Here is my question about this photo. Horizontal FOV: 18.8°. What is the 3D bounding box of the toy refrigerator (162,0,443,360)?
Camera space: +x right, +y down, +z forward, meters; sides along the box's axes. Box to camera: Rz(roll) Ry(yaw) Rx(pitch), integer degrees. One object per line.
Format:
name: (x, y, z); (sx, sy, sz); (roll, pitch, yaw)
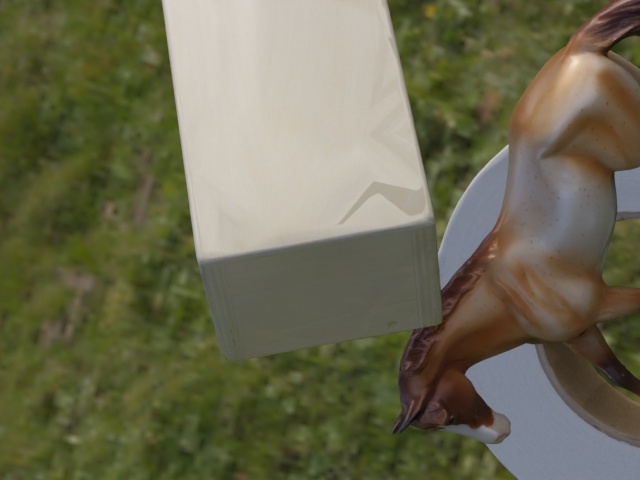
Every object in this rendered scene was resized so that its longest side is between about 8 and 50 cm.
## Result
toy refrigerator: (-0.017, -0.083, 0.904); (0.094, 0.102, 0.270); (80, 179, -56)

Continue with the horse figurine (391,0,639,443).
horse figurine: (0.144, -0.017, 0.954); (0.066, 0.174, 0.263); (-130, 54, -72)

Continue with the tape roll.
tape roll: (0.281, 0.066, 1.605); (0.392, 0.072, 0.392); (10, 112, 25)
